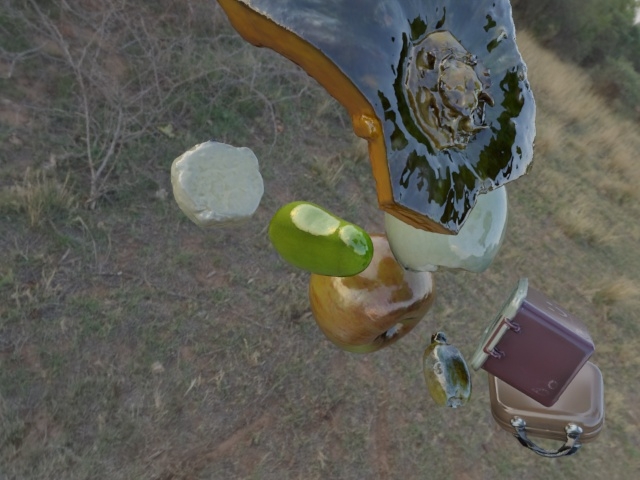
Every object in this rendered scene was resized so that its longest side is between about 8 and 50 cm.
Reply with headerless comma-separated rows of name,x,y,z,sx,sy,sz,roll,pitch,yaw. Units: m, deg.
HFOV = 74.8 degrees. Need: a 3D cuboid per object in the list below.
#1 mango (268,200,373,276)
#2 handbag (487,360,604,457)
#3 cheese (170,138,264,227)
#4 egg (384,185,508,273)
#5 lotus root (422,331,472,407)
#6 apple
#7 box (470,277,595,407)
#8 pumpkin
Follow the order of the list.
mango,0.000,0.000,0.957,0.143,0.293,0.175,-45,131,-28
handbag,0.637,0.474,1.194,0.149,0.301,0.283,64,35,-38
cheese,-0.345,-0.198,1.445,0.318,0.115,0.327,42,58,-17
egg,0.293,-0.083,0.988,0.278,0.278,0.337,13,78,-30
lotus root,0.314,0.322,1.055,0.113,0.088,0.192,5,49,-11
apple,0.144,0.153,1.313,0.399,0.401,0.334,-4,47,-41
box,0.458,0.214,0.908,0.167,0.194,0.294,35,18,21
pumpkin,0.093,-0.138,0.384,0.290,0.095,0.259,-29,103,-28
